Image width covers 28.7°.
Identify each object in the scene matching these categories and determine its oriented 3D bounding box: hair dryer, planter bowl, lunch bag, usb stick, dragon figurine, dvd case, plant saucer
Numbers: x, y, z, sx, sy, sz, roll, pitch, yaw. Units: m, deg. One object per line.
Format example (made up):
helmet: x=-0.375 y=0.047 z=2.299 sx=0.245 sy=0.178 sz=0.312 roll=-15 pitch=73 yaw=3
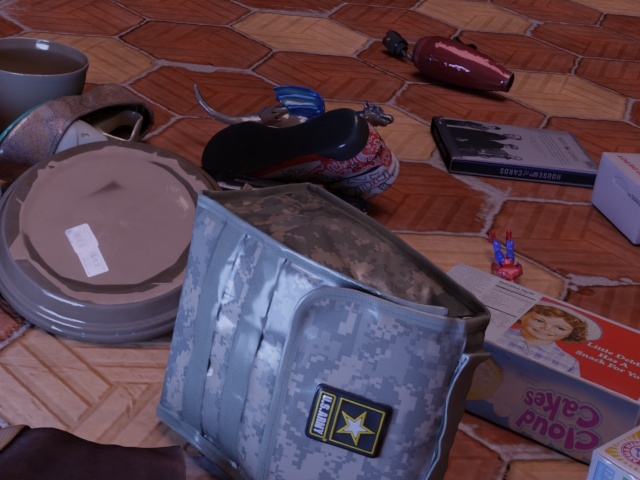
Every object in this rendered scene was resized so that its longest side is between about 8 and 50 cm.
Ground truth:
hair dryer: x=0.266 y=-0.344 z=2.318 sx=0.224 sy=0.080 sz=0.293 roll=-2 pitch=28 yaw=-23
planter bowl: x=-0.412 y=-0.210 z=1.765 sx=0.162 sy=0.109 sz=0.162 roll=8 pitch=25 yaw=-4
lunch bag: x=0.005 y=0.111 z=1.092 sx=0.169 sy=0.235 sz=0.287 roll=-8 pitch=29 yaw=-43
usb stick: x=-0.074 y=-0.056 z=1.638 sx=0.278 sy=0.045 sz=0.077 roll=10 pitch=17 yaw=2
dragon figurine: x=-0.041 y=-0.176 z=1.852 sx=0.289 sy=0.085 sz=0.144 roll=13 pitch=25 yaw=6
dvd case: x=0.304 y=-0.141 z=1.965 sx=0.239 sy=0.029 sz=0.179 roll=6 pitch=25 yaw=-8
plant saucer: x=-0.225 y=-0.011 z=1.364 sx=0.278 sy=0.041 sz=0.278 roll=3 pitch=52 yaw=-4

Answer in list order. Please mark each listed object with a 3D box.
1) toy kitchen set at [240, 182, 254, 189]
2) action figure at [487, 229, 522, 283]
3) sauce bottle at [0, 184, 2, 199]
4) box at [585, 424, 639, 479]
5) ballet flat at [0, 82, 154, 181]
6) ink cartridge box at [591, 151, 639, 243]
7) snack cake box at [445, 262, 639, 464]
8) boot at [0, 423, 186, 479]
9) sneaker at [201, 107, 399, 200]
toy kitchen set: x=-0.092 y=-0.005 z=1.466 sx=0.068 sy=0.083 sz=0.075 roll=35 pitch=52 yaw=-13
action figure: x=0.237 y=0.027 z=1.593 sx=0.038 sy=0.030 sz=0.115 roll=3 pitch=30 yaw=-2
sauce bottle: x=-0.516 y=-0.115 z=1.527 sx=0.344 sy=0.111 sz=0.111 roll=26 pitch=30 yaw=35
box: x=0.327 y=0.225 z=1.111 sx=0.203 sy=0.114 sz=0.103 roll=-16 pitch=35 yaw=-41
ballet flat: x=-0.314 y=-0.142 z=1.671 sx=0.106 sy=0.107 sz=0.316 roll=25 pitch=29 yaw=10
ink cartridge box: x=0.516 y=-0.060 z=1.803 sx=0.203 sy=0.086 sz=0.148 roll=1 pitch=26 yaw=-16
snack cake box: x=0.223 y=0.127 z=1.309 sx=0.264 sy=0.089 sz=0.152 roll=22 pitch=26 yaw=24
boot: x=-0.205 y=0.218 z=0.962 sx=0.207 sy=0.090 sz=0.248 roll=4 pitch=22 yaw=-7
sneaker: x=-0.024 y=-0.101 z=1.712 sx=0.270 sy=0.090 sz=0.145 roll=-7 pitch=-30 yaw=34
